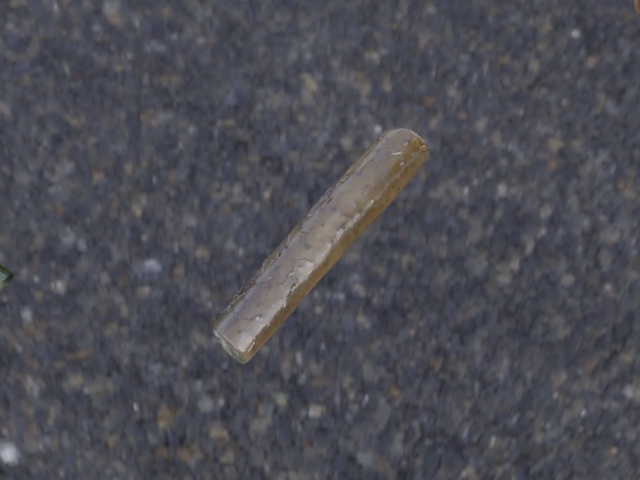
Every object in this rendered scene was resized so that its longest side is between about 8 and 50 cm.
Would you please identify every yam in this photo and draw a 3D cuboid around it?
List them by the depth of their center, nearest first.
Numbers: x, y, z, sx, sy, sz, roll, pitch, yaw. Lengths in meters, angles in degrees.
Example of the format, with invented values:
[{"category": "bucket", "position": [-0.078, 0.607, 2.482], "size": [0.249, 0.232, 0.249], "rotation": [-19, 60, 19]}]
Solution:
[{"category": "yam", "position": [0.000, 0.000, 0.839], "size": [0.032, 0.032, 0.145], "rotation": [36, 73, 16]}]

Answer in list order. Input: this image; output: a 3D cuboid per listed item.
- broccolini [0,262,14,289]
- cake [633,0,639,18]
[{"category": "broccolini", "position": [-0.346, -0.083, 0.954], "size": [0.392, 0.079, 0.074], "rotation": [41, 76, -5]}, {"category": "cake", "position": [0.258, -0.093, 0.681], "size": [0.293, 0.199, 0.196], "rotation": [-35, 98, -16]}]
